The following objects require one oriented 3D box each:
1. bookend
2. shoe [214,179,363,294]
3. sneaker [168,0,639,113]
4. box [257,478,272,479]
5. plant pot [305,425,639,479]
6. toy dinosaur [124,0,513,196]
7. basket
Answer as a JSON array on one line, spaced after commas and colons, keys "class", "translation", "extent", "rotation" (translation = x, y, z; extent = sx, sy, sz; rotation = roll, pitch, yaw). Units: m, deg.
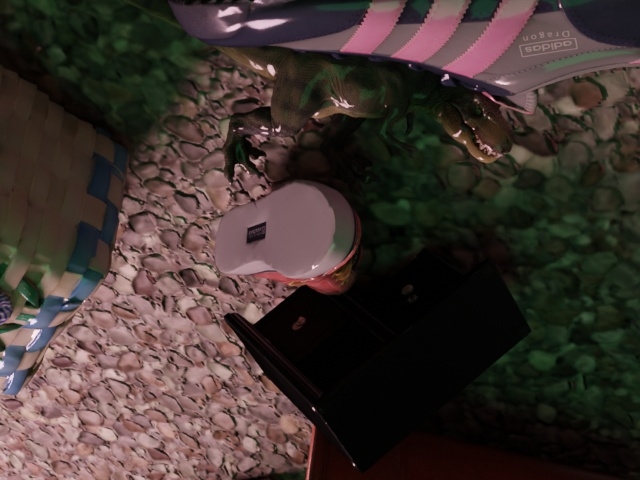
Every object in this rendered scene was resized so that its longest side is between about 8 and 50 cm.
[{"class": "bookend", "translation": [0.037, 0.060, 0.979], "extent": [0.157, 0.156, 0.072], "rotation": [-38, 123, -9]}, {"class": "shoe", "translation": [0.000, 0.000, 0.911], "extent": [0.081, 0.063, 0.178], "rotation": [9, 172, -26]}, {"class": "sneaker", "translation": [0.069, -0.123, 0.781], "extent": [0.319, 0.112, 0.131], "rotation": [-2, 129, 21]}, {"class": "box", "translation": [-0.091, 0.350, 1.218], "extent": [0.167, 0.203, 0.168], "rotation": [-17, 125, 31]}, {"class": "plant pot", "translation": [0.111, 0.267, 1.051], "extent": [0.265, 0.272, 0.272], "rotation": [7, 134, 0]}, {"class": "toy dinosaur", "translation": [-0.008, -0.088, 0.881], "extent": [0.268, 0.064, 0.118], "rotation": [17, 132, 8]}, {"class": "basket", "translation": [-0.293, -0.023, 0.928], "extent": [0.289, 0.201, 0.255], "rotation": [23, 137, -18]}]
